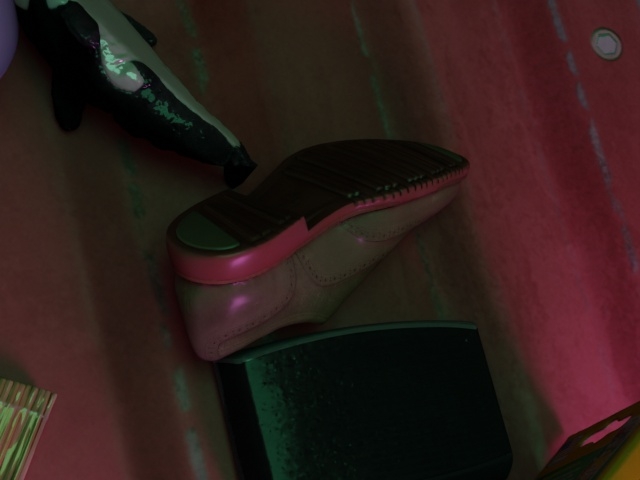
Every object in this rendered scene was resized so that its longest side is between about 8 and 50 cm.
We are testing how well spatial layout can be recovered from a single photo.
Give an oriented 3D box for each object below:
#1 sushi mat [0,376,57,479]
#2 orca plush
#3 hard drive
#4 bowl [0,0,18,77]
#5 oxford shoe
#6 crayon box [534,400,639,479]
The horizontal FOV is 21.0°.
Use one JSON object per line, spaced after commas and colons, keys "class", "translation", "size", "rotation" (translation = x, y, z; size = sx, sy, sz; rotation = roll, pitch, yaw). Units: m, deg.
{"class": "sushi mat", "translation": [-0.334, 0.236, 1.374], "size": [0.151, 0.019, 0.316], "rotation": [24, 64, -12]}
{"class": "orca plush", "translation": [-0.189, -0.135, 1.560], "size": [0.287, 0.102, 0.151], "rotation": [41, 16, -13]}
{"class": "hard drive", "translation": [0.044, 0.154, 1.531], "size": [0.255, 0.054, 0.172], "rotation": [-7, 72, -23]}
{"class": "bowl", "translation": [-0.392, -0.250, 1.402], "size": [0.312, 0.163, 0.311], "rotation": [10, 42, -9]}
{"class": "oxford shoe", "translation": [0.000, 0.000, 1.563], "size": [0.348, 0.130, 0.123], "rotation": [-22, 34, -37]}
{"class": "crayon box", "translation": [0.195, 0.277, 1.456], "size": [0.083, 0.203, 0.323], "rotation": [45, 61, 0]}
